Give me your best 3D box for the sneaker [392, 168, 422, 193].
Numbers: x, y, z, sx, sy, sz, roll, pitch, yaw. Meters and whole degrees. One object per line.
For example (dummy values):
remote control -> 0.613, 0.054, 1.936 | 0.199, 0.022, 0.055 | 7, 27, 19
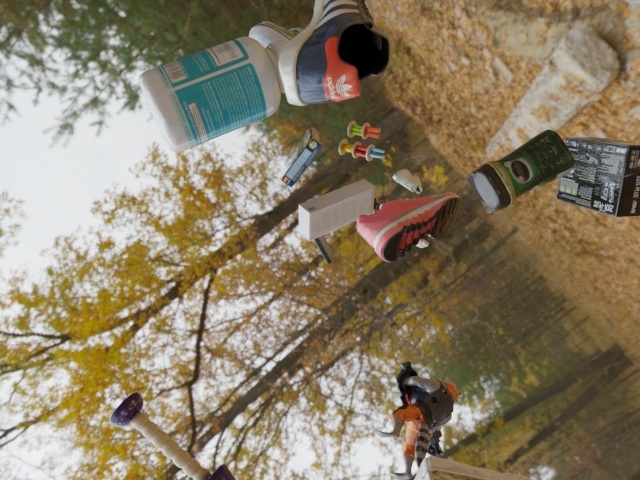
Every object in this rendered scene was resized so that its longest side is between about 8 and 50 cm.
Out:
sneaker -> 0.316, -0.209, 1.772 | 0.152, 0.053, 0.061 | 13, -137, -44

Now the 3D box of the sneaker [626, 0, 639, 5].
sneaker -> 0.714, -0.615, 1.084 | 0.108, 0.169, 0.292 | 34, -148, -1

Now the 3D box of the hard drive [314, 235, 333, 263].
hard drive -> 0.000, 0.000, 1.589 | 0.135, 0.022, 0.094 | 61, -170, -20

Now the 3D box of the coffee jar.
coffee jar -> 0.380, -0.130, 0.955 | 0.096, 0.184, 0.079 | 62, 173, 7

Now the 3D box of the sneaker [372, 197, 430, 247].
sneaker -> 0.271, -0.049, 1.863 | 0.292, 0.118, 0.110 | 29, -143, 0

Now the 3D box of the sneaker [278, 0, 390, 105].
sneaker -> 0.058, -0.356, 0.857 | 0.148, 0.350, 0.131 | 8, 148, 21

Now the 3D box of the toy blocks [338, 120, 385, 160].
toy blocks -> 0.145, -0.308, 1.550 | 0.148, 0.123, 0.054 | 18, 164, 29

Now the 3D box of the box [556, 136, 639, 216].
box -> 0.615, -0.143, 1.081 | 0.077, 0.148, 0.180 | -3, -163, -14

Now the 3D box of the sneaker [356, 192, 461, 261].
sneaker -> 0.214, -0.066, 1.184 | 0.313, 0.116, 0.136 | -23, -133, -36

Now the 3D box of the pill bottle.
pill bottle -> -0.173, -0.270, 0.893 | 0.146, 0.263, 0.146 | 59, 166, 25

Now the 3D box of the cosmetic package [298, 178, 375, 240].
cosmetic package -> 0.048, -0.091, 1.435 | 0.060, 0.238, 0.099 | 39, 141, 40

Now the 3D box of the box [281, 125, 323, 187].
box -> -0.058, -0.271, 1.579 | 0.044, 0.159, 0.233 | 34, -163, -14

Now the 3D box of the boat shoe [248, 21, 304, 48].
boat shoe -> -0.053, -0.434, 1.147 | 0.109, 0.094, 0.302 | 15, -178, 31

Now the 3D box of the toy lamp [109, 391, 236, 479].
toy lamp -> -0.254, 0.385, 0.892 | 0.274, 0.080, 0.080 | 35, -171, 10

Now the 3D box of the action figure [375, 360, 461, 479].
action figure -> 0.320, 0.551, 1.469 | 0.178, 0.330, 0.342 | -8, 115, 49

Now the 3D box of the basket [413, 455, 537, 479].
basket -> 0.319, 0.651, 0.945 | 0.328, 0.332, 0.266 | 14, -163, -1
